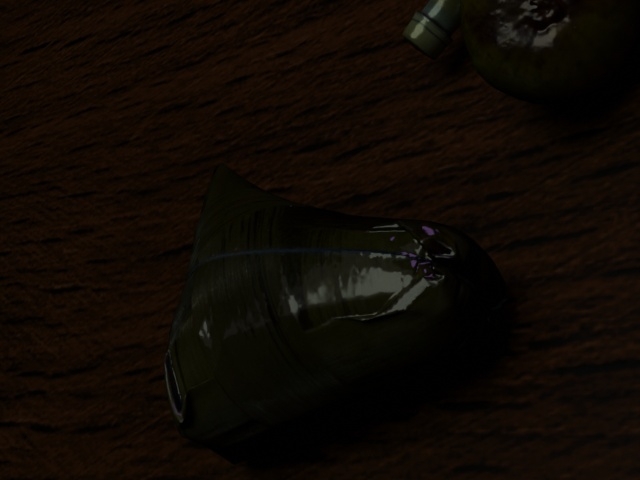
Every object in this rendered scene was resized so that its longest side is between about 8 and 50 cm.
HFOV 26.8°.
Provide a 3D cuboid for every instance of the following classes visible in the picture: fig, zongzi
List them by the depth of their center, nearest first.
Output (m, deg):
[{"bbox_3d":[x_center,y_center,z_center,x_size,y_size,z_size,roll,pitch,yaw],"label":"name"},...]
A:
[{"bbox_3d":[0.177,-0.175,1.020,0.136,0.121,0.153,38,69,16],"label":"fig"},{"bbox_3d":[0.000,0.000,1.072,0.286,0.138,0.300,-27,43,28],"label":"zongzi"}]

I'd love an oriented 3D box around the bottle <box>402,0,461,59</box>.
[{"bbox_3d":[0.165,-0.269,1.137,0.270,0.083,0.083,-53,37,4],"label":"bottle"}]
